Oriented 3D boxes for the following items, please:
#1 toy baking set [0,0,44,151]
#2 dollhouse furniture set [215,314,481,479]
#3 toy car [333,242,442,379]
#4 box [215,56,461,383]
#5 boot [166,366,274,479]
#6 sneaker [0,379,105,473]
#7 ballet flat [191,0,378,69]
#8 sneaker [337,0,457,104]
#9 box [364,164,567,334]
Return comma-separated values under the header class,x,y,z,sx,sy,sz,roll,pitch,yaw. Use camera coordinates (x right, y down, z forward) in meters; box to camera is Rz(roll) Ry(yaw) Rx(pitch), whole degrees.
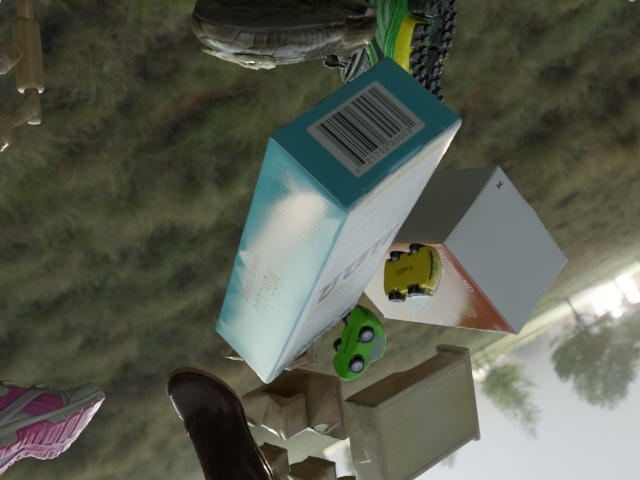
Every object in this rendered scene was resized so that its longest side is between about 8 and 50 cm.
class,x,y,z,sx,sy,sz,roll,pitch,yaw
toy baking set,-0.336,-0.204,0.879,0.030,0.256,0.197,-8,174,2
dollhouse furniture set,0.048,0.289,1.522,0.256,0.362,0.394,-18,-166,-41
toy car,0.073,0.076,1.083,0.053,0.239,0.225,10,107,-26
box,0.000,0.000,0.546,0.100,0.060,0.244,-39,166,-30
boot,-0.145,0.319,1.236,0.090,0.248,0.207,-32,-159,9
sneaker,-0.384,0.220,1.070,0.103,0.111,0.252,-53,160,24
ballet flat,-0.017,-0.142,0.592,0.250,0.084,0.058,-43,152,-65
sneaker,0.095,-0.215,1.197,0.134,0.146,0.343,-35,142,-41
box,0.197,0.016,1.423,0.168,0.215,0.345,-51,-156,-22
